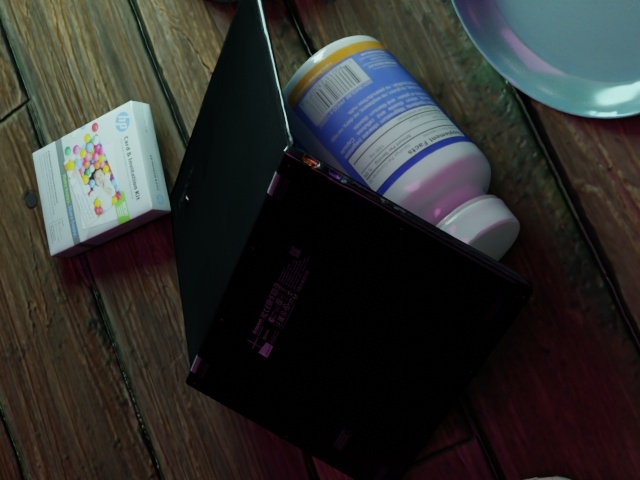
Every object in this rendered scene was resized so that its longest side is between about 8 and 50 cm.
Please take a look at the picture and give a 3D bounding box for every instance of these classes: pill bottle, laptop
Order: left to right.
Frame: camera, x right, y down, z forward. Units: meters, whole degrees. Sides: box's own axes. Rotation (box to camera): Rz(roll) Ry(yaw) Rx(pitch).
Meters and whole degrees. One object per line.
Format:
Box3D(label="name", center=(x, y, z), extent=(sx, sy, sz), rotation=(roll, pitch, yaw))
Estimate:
Box3D(label="laptop", center=(0.000, 0.000, 1.366), extent=(0.408, 0.236, 0.382), rotation=(30, 135, 4))
Box3D(label="pill bottle", center=(0.085, -0.078, 1.362), extent=(0.152, 0.152, 0.272), rotation=(-46, 67, 16))

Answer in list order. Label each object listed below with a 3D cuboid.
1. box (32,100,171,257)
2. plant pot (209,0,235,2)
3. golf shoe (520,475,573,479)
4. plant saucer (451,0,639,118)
Box3D(label="box", center=(-0.279, -0.074, 1.611), extent=(0.186, 0.038, 0.145), rotation=(-21, 74, 32))
Box3D(label="plant pot", center=(-0.157, -0.443, 1.477), extent=(0.290, 0.195, 0.290), rotation=(-8, 78, 40))
Box3D(label="golf shoe", center=(0.218, 0.383, 1.275), extent=(0.140, 0.115, 0.306), rotation=(13, 84, 39))
Box3D(label="plant saucer", center=(0.260, -0.273, 1.265), extent=(0.317, 0.043, 0.318), rotation=(27, 136, 29))
